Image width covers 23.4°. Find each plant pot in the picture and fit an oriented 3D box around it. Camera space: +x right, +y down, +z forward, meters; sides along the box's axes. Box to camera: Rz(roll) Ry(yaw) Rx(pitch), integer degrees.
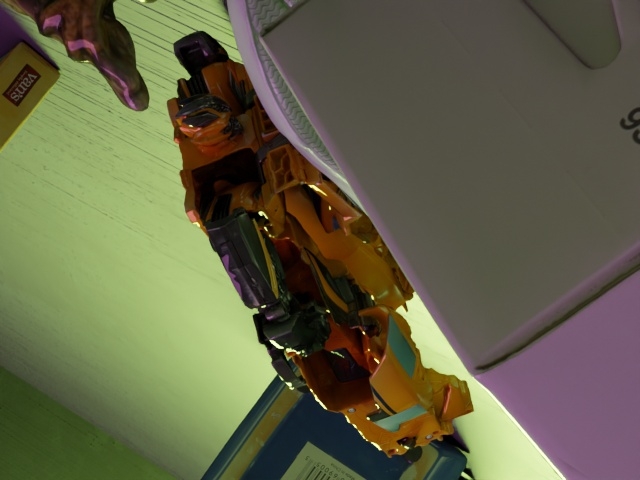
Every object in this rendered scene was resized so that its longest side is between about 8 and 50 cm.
[{"bbox_3d":[0.006,0.265,1.523,0.236,0.236,0.212,31,158,16],"label":"plant pot"}]

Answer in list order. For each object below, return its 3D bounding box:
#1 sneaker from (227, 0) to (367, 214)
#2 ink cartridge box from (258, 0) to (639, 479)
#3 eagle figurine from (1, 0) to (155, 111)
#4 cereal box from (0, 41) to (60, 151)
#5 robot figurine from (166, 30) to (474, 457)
[{"bbox_3d":[0.023,-0.065,0.774,0.258,0.094,0.091,56,173,-34],"label":"sneaker"},{"bbox_3d":[0.132,0.030,0.610,0.307,0.129,0.223,49,-173,-40],"label":"ink cartridge box"},{"bbox_3d":[-0.086,-0.193,0.540,0.226,0.225,0.298,-1,135,-17],"label":"eagle figurine"},{"bbox_3d":[-0.310,-0.072,1.289,0.047,0.173,0.240,40,163,-17],"label":"cereal box"},{"bbox_3d":[0.000,0.000,0.912,0.291,0.085,0.211,55,-164,-51],"label":"robot figurine"}]
